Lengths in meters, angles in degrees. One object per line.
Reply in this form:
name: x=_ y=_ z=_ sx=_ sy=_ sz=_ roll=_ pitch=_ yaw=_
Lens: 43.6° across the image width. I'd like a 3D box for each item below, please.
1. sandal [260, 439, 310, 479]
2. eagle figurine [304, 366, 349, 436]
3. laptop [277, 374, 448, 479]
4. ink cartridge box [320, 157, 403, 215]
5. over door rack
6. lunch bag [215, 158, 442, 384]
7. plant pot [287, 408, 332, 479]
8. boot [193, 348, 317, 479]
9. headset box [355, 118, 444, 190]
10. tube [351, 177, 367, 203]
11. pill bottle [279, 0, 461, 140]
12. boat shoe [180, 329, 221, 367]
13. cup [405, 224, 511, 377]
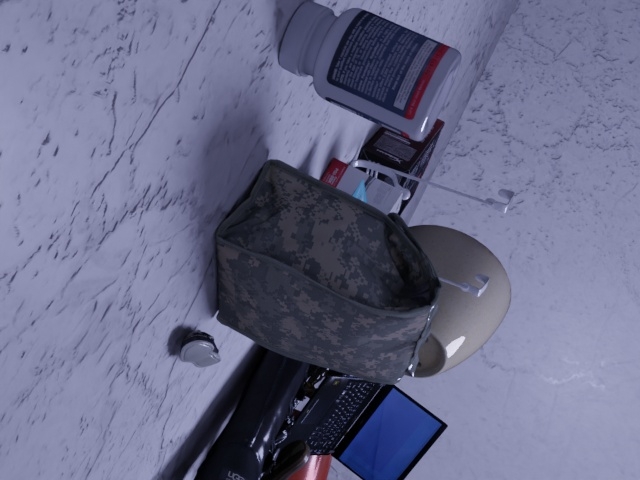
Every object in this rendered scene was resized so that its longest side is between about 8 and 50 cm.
sandal: x=-0.087 y=0.469 z=1.602 sx=0.219 sy=0.060 sz=0.090 roll=-39 pitch=-154 yaw=29
eagle figurine: x=0.042 y=0.255 z=1.815 sx=0.298 sy=0.225 sz=0.226 roll=-59 pitch=150 yaw=-41
laptop: x=0.078 y=0.407 z=1.638 sx=0.264 sy=0.136 sz=0.234 roll=13 pitch=119 yaw=-41
ink cartridge box: x=0.070 y=-0.077 z=1.407 sx=0.056 sy=0.135 sz=0.099 roll=-60 pitch=169 yaw=-16
over door rack: x=0.197 y=-0.014 z=1.583 sx=0.108 sy=0.325 sz=0.239 roll=-68 pitch=170 yaw=-52
lunch bag: x=0.018 y=0.061 z=1.055 sx=0.168 sy=0.287 sz=0.235 roll=-57 pitch=168 yaw=-31
plant pot: x=-0.094 y=0.511 z=1.803 sx=0.272 sy=0.273 sz=0.264 roll=79 pitch=30 yaw=-74
boot: x=-0.154 y=0.398 z=1.547 sx=0.367 sy=0.146 sz=0.445 roll=-54 pitch=-170 yaw=44
headset box: x=0.159 y=-0.150 z=1.755 sx=0.293 sy=0.110 sz=0.218 roll=-51 pitch=165 yaw=-51
tube: x=0.057 y=-0.006 z=1.304 sx=0.080 sy=0.052 sz=0.207 roll=-61 pitch=156 yaw=-30
pill bottle: x=0.052 y=-0.192 z=0.880 sx=0.107 sy=0.180 sz=0.108 roll=-61 pitch=170 yaw=-18
boat shoe: x=-0.161 y=0.138 z=1.058 sx=0.046 sy=0.038 sz=0.125 roll=-22 pitch=161 yaw=2
cup: x=0.234 y=0.166 z=1.782 sx=0.237 sy=0.331 sz=0.331 roll=-55 pitch=167 yaw=-46
